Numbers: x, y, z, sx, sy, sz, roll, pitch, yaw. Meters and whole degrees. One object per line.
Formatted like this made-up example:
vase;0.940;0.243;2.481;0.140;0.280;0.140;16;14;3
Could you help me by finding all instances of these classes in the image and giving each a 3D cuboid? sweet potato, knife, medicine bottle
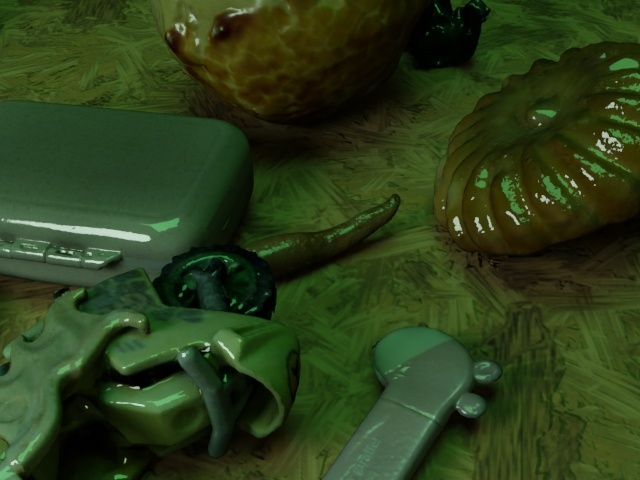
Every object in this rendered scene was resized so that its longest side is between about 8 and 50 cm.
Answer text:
sweet potato;0.000;0.000;1.140;0.214;0.050;0.050;-19;42;-13
knife;0.035;0.222;0.886;0.132;0.038;0.398;17;46;27
medicine bottle;-0.279;-0.058;1.182;0.375;0.123;0.282;6;42;14

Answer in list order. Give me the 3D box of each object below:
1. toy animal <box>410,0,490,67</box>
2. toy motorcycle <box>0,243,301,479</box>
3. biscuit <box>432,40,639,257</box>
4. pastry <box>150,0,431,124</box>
toy animal;0.161;-0.350;1.474;0.115;0.146;0.245;-27;43;-16
toy motorcycle;-0.186;0.148;0.902;0.410;0.168;0.237;-32;41;-22
biscuit;0.263;-0.116;1.116;0.326;0.107;0.325;-31;24;16
pastry;-0.031;-0.320;1.293;0.389;0.312;0.388;-22;0;0
